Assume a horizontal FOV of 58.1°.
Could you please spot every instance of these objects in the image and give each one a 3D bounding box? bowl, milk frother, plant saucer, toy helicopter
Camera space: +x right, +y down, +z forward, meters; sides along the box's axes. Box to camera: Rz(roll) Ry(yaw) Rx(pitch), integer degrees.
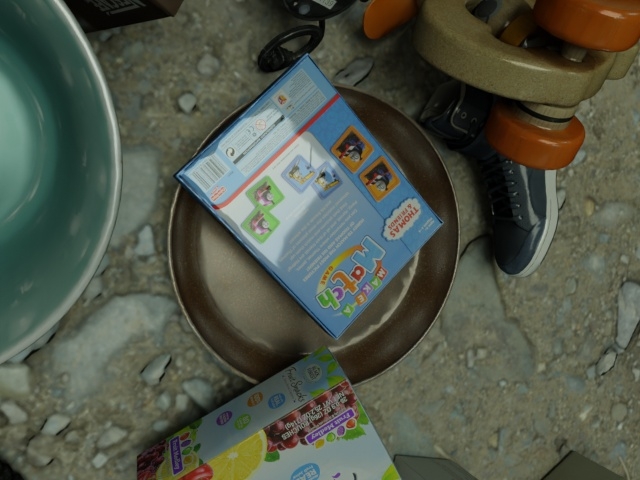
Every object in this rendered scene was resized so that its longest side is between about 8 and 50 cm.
[{"bbox_3d":[-0.296,-0.066,0.393,0.312,0.163,0.311,-4,104,-17],"label":"bowl"},{"bbox_3d":[-0.031,-0.253,0.536,0.143,0.129,0.134,-31,64,20],"label":"milk frother"},{"bbox_3d":[0.000,0.000,0.589,0.311,0.050,0.310,-2,94,-22],"label":"plant saucer"},{"bbox_3d":[0.203,-0.230,0.580,0.355,0.235,0.140,-41,153,-42],"label":"toy helicopter"}]

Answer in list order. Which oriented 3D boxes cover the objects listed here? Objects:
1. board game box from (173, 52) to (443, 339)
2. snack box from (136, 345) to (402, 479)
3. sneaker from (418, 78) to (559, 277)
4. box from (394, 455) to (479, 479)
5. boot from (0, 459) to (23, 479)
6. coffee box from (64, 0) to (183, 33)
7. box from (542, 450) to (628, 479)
[{"bbox_3d":[-0.004,-0.037,0.538,0.160,0.039,0.211,-46,108,-11],"label":"board game box"},{"bbox_3d":[-0.039,0.229,0.553,0.207,0.070,0.174,-28,115,-6],"label":"snack box"},{"bbox_3d":[0.180,-0.077,0.631,0.163,0.086,0.226,7,90,-24],"label":"sneaker"},{"bbox_3d":[0.130,0.309,0.637,0.087,0.102,0.101,15,90,-24],"label":"box"},{"bbox_3d":[-0.301,0.375,0.458,0.260,0.131,0.348,-29,104,-17],"label":"boot"},{"bbox_3d":[-0.176,-0.221,0.379,0.141,0.246,0.098,32,82,-40],"label":"coffee box"},{"bbox_3d":[0.306,0.405,0.700,0.232,0.127,0.148,-36,106,-15],"label":"box"}]
